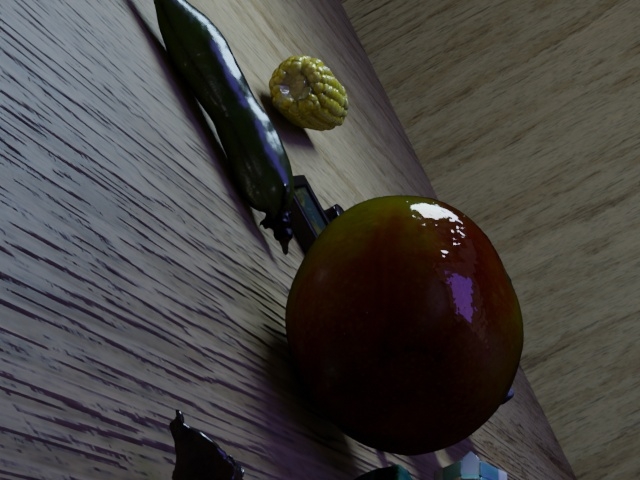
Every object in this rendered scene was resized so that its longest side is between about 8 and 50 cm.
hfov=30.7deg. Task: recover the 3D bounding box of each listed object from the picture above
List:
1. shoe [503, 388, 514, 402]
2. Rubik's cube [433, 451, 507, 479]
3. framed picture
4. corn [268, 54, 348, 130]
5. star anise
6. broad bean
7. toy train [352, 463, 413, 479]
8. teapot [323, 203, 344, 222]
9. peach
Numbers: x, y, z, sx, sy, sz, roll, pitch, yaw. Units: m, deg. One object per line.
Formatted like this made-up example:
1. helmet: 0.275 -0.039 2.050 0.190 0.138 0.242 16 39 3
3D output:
1. shoe: 0.194 0.184 1.662 0.245 0.095 0.137 21 44 -64
2. Rubik's cube: 0.161 0.287 1.305 0.073 0.084 0.075 29 29 -29
3. framed picture: 0.000 0.000 1.401 0.168 0.023 0.128 61 10 1
4. corn: -0.015 -0.206 1.677 0.093 0.093 0.244 63 7 6
5. star anise: -0.043 0.168 0.669 0.129 0.056 0.124 51 14 -45
6. broad bean: -0.097 -0.144 1.208 0.339 0.061 0.077 62 22 2
7. toy train: 0.061 0.282 0.736 0.194 0.120 0.298 53 12 -7
8. teapot: 0.031 -0.015 1.529 0.100 0.045 0.068 47 20 -51
9. peach: 0.074 0.074 1.043 0.231 0.231 0.231 58 11 -18
